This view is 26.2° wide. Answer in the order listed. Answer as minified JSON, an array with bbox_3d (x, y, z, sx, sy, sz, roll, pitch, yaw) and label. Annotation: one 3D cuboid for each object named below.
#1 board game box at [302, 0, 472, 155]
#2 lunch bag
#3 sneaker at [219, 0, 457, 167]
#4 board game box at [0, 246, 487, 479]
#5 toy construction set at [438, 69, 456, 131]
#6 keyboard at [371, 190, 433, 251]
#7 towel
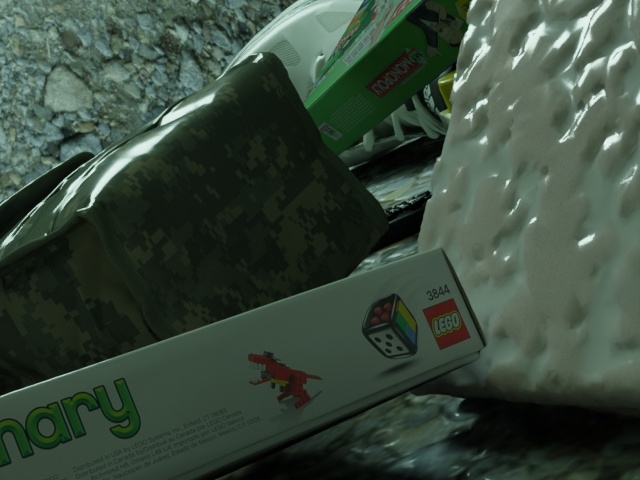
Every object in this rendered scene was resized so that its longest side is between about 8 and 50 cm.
[{"bbox_3d":[0.092,-0.189,0.903,0.213,0.046,0.317,-61,11,-19],"label":"board game box"},{"bbox_3d":[-0.137,0.035,0.871,0.287,0.169,0.235,-28,12,37],"label":"lunch bag"},{"bbox_3d":[0.066,-0.146,1.148,0.448,0.169,0.257,-21,12,22],"label":"sneaker"},{"bbox_3d":[-0.104,0.092,0.540,0.305,0.053,0.193,-18,-10,-37],"label":"board game box"},{"bbox_3d":[0.221,-0.106,0.727,0.328,0.151,0.215,-37,10,12],"label":"toy construction set"},{"bbox_3d":[0.000,0.000,1.006,0.192,0.038,0.100,-25,12,18],"label":"keyboard"},{"bbox_3d":[0.159,-0.089,0.531,0.317,0.053,0.331,-8,66,61],"label":"towel"}]
